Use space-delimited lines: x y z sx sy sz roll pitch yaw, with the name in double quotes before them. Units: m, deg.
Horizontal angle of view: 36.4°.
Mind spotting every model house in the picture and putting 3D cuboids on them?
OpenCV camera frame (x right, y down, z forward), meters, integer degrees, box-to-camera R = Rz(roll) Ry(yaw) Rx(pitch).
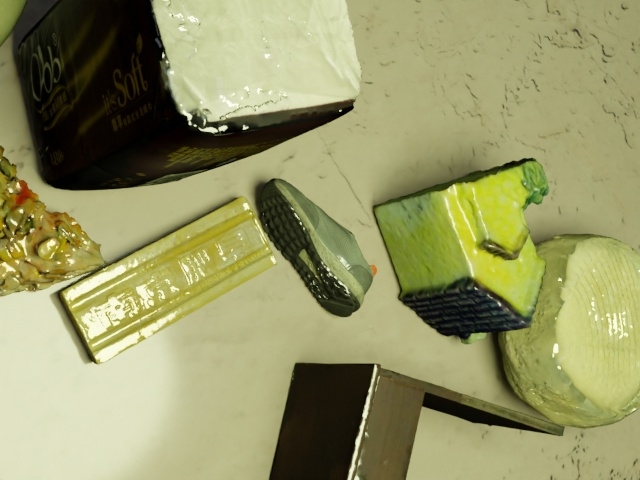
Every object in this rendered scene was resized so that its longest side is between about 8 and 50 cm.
"model house" 0.201 0.021 1.215 0.170 0.194 0.212 -17 91 -29

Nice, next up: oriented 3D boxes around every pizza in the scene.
"pizza" -0.340 -0.010 1.016 0.226 0.069 0.147 45 65 -15

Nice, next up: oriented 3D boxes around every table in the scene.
"table" 0.104 0.296 1.135 0.281 0.196 0.251 20 75 -24

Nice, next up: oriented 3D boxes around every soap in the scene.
"soap" -0.168 0.041 1.114 0.252 0.037 0.092 -30 99 -26

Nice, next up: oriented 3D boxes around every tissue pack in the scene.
"tissue pack" -0.145 -0.165 0.970 0.209 0.370 0.198 -16 93 -33

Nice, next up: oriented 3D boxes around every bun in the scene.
"bun" 0.336 0.122 1.296 0.259 0.152 0.260 8 78 -38

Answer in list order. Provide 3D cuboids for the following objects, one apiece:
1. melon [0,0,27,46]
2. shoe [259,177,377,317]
"melon" -0.399 -0.285 0.916 0.271 0.271 0.308 3 78 -27
"shoe" -0.001 -0.002 1.190 0.077 0.074 0.194 -44 107 -36
